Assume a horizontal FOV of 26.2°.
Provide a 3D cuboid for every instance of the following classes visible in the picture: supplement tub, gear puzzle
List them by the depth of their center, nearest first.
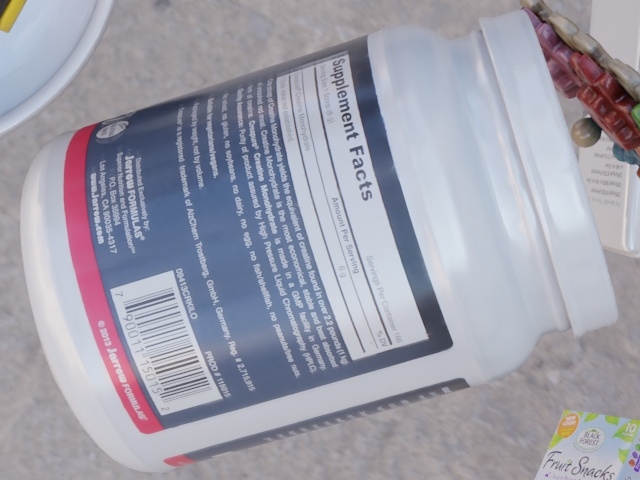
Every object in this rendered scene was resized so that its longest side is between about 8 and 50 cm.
[{"bbox_3d":[0.000,0.000,0.723,0.272,0.191,0.191,-16,64,9],"label":"supplement tub"},{"bbox_3d":[0.221,-0.031,0.831,0.044,0.175,0.339,-42,34,7],"label":"gear puzzle"}]

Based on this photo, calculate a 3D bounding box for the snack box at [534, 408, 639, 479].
[{"bbox_3d":[0.208,0.208,1.095,0.100,0.037,0.141,-1,59,62],"label":"snack box"}]

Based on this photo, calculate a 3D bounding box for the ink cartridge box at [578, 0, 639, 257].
[{"bbox_3d":[0.359,-0.138,1.224,0.223,0.129,0.308,3,95,-12],"label":"ink cartridge box"}]

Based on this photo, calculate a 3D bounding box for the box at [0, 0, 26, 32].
[{"bbox_3d":[-0.256,-0.224,0.604,0.257,0.322,0.079,-36,45,56],"label":"box"}]

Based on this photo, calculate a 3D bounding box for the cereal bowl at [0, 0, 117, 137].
[{"bbox_3d":[-0.313,-0.224,1.023,0.338,0.141,0.339,0,94,-6],"label":"cereal bowl"}]
